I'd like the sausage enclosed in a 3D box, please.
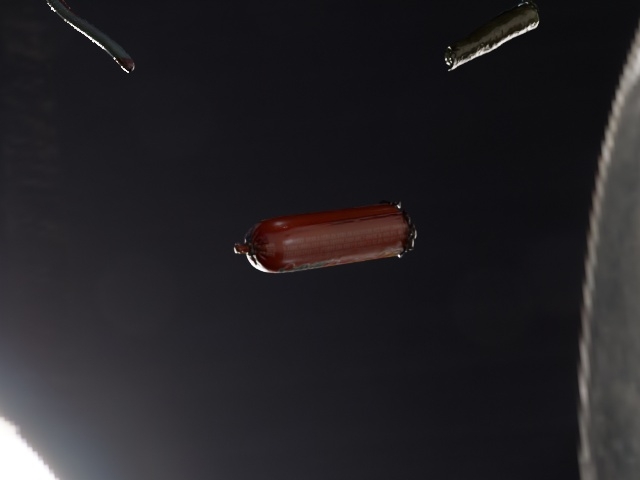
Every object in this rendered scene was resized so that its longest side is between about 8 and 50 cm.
[{"bbox_3d":[0.000,0.000,1.132,0.050,0.145,0.048,53,134,34],"label":"sausage"}]

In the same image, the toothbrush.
[{"bbox_3d":[-0.167,-0.154,1.017,0.193,0.019,0.013,44,178,42],"label":"toothbrush"}]

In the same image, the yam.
[{"bbox_3d":[0.160,-0.199,1.501,0.129,0.027,0.033,-29,-61,-36],"label":"yam"}]
